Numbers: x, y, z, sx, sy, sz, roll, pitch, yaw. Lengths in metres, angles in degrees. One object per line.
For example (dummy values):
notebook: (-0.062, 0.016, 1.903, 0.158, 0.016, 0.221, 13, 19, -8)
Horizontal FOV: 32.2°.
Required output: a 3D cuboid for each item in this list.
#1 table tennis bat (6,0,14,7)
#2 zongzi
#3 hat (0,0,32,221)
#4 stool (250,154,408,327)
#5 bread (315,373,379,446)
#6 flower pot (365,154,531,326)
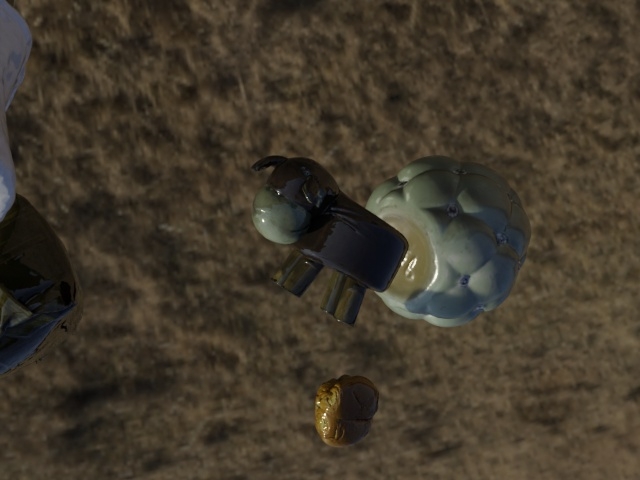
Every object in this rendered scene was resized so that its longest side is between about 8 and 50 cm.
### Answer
table tennis bat: (-0.324, -0.139, 0.967, 0.021, 0.274, 0.154, 21, 139, -5)
zongzi: (-0.400, 0.108, 1.178, 0.317, 0.154, 0.289, -35, 173, -14)
hat: (-0.265, -0.068, 0.714, 0.203, 0.126, 0.203, -20, 153, -11)
stool: (0.000, 0.000, 1.108, 0.217, 0.125, 0.121, 35, 87, -43)
bread: (0.027, 0.186, 1.218, 0.081, 0.046, 0.083, 38, 81, -43)
flower pot: (0.172, 0.002, 1.577, 0.195, 0.246, 0.246, -15, 161, -43)
